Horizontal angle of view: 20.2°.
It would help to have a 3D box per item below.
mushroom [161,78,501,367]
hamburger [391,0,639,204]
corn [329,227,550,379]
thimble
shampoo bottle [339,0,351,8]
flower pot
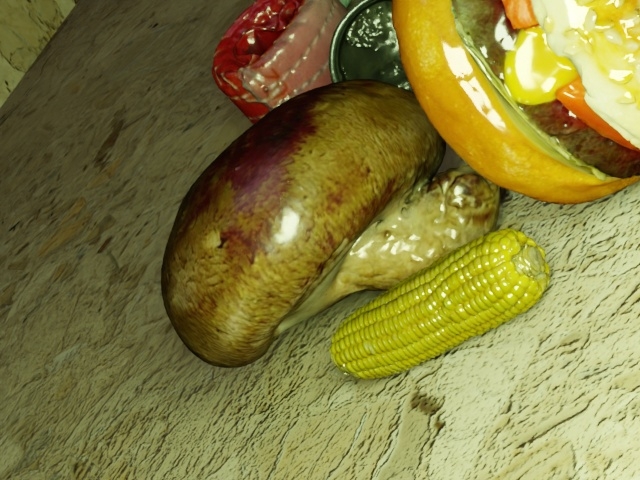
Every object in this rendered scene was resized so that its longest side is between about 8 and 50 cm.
[{"bbox_3d":[-0.017,-0.018,1.717,0.345,0.345,0.239,-35,66,25],"label":"mushroom"},{"bbox_3d":[0.243,-0.203,1.453,0.250,0.330,0.330,-22,32,55],"label":"hamburger"},{"bbox_3d":[0.103,0.060,1.577,0.231,0.080,0.080,-32,26,38],"label":"corn"},{"bbox_3d":[-0.037,-0.227,2.221,0.163,0.125,0.189,3,53,52],"label":"thimble"},{"bbox_3d":[-0.017,-0.263,2.376,0.069,0.041,0.190,-5,45,37],"label":"shampoo bottle"},{"bbox_3d":[0.084,-0.203,1.973,0.157,0.157,0.107,-45,9,4],"label":"flower pot"}]
